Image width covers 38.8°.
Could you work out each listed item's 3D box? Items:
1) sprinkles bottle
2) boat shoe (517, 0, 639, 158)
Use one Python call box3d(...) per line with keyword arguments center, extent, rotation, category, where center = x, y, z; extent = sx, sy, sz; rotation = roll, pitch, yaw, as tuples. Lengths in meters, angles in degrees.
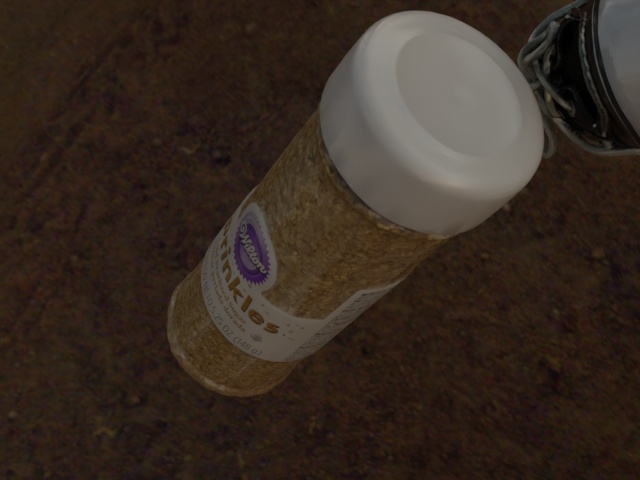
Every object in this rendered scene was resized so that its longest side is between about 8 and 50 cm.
box3d(center=(0.000, 0.000, 0.621), extent=(0.355, 0.121, 0.121), rotation=(133, 144, -53), category="sprinkles bottle")
box3d(center=(0.187, -0.111, 0.604), extent=(0.104, 0.306, 0.113), rotation=(-9, 98, 23), category="boat shoe")
